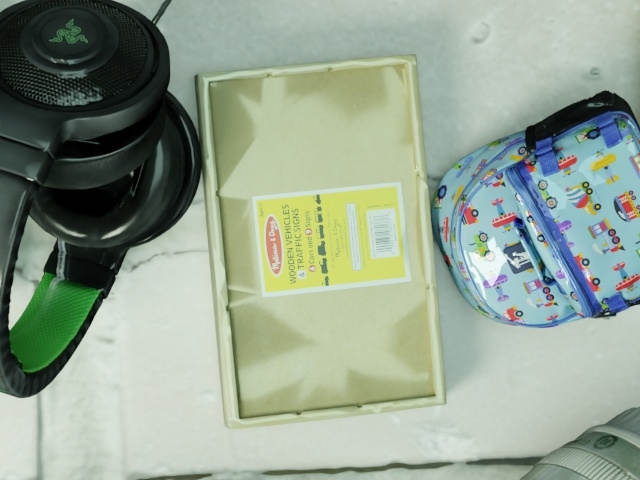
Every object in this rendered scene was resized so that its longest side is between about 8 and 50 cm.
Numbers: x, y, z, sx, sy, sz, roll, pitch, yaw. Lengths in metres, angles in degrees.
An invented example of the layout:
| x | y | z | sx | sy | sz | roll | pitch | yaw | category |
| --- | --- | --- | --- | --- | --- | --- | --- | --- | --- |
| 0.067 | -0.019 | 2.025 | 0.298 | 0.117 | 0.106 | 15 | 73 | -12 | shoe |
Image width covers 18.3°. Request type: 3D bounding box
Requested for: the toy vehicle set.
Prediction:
| x | y | z | sx | sy | sz | roll | pitch | yaw | category |
| --- | --- | --- | --- | --- | --- | --- | --- | --- | --- |
| 0.000 | 0.000 | 1.486 | 0.166 | 0.035 | 0.267 | -5 | 91 | -8 | toy vehicle set |

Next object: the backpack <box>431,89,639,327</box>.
| x | y | z | sx | sy | sz | roll | pitch | yaw | category |
| --- | --- | --- | --- | --- | --- | --- | --- | --- | --- |
| 0.171 | -0.009 | 1.462 | 0.173 | 0.117 | 0.158 | -22 | 101 | 9 | backpack |

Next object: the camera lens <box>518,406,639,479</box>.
| x | y | z | sx | sy | sz | roll | pitch | yaw | category |
| --- | --- | --- | --- | --- | --- | --- | --- | --- | --- |
| 0.183 | 0.276 | 1.410 | 0.274 | 0.219 | 0.219 | -37 | 96 | -18 | camera lens |

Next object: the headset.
| x | y | z | sx | sy | sz | roll | pitch | yaw | category |
| --- | --- | --- | --- | --- | --- | --- | --- | --- | --- |
| -0.183 | -0.090 | 1.377 | 0.185 | 0.243 | 0.394 | 19 | 72 | 11 | headset |
